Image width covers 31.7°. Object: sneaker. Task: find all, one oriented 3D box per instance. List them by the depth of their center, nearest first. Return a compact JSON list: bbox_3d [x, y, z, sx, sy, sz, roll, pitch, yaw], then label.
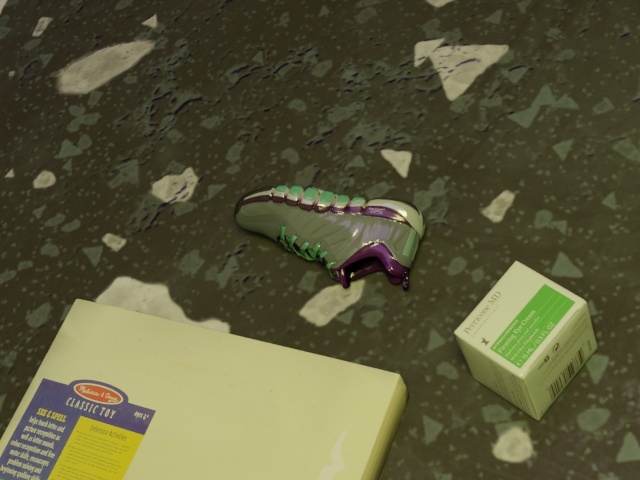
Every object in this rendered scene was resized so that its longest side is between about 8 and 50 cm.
[{"bbox_3d":[0.000,0.000,1.245,0.223,0.083,0.098,4,63,21],"label":"sneaker"}]

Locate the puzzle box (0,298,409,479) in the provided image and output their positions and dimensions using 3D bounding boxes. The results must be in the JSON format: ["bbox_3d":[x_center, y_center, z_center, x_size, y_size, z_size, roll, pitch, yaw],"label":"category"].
[{"bbox_3d":[-0.141,0.220,1.160,0.408,0.052,0.272,11,62,25],"label":"puzzle box"}]

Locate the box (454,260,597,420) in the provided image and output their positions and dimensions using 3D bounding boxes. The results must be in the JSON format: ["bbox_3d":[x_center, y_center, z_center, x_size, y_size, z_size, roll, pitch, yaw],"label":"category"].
[{"bbox_3d":[0.201,0.097,1.094,0.087,0.102,0.101,33,73,35],"label":"box"}]
